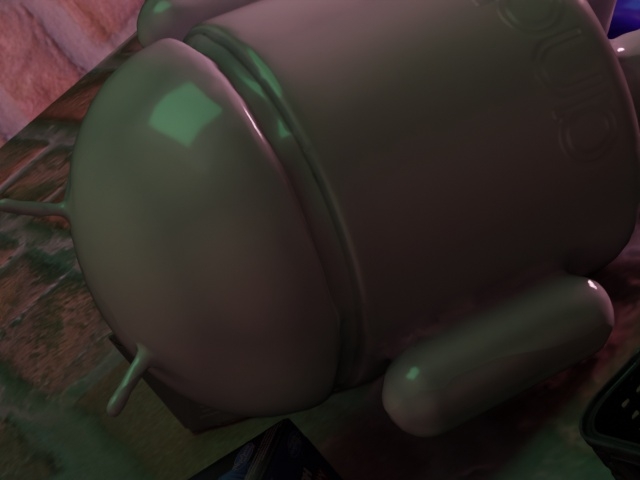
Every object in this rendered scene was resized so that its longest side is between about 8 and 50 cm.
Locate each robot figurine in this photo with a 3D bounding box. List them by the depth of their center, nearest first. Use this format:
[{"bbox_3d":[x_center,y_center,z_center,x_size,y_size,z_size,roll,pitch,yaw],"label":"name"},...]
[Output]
[{"bbox_3d":[0.021,-0.037,0.923,0.353,0.200,0.300,-25,57,-19],"label":"robot figurine"}]

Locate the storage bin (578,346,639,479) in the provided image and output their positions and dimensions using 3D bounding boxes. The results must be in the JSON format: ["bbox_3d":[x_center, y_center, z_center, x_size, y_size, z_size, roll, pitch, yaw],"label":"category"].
[{"bbox_3d":[0.198,0.045,0.644,0.180,0.084,0.122,-43,17,-15],"label":"storage bin"}]

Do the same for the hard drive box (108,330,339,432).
[{"bbox_3d":[0.000,0.000,1.152,0.181,0.089,0.232,-21,24,44],"label":"hard drive box"}]

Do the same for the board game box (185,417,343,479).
[{"bbox_3d":[-0.096,0.200,0.892,0.194,0.060,0.194,-29,20,32],"label":"board game box"}]

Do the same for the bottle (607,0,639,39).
[{"bbox_3d":[0.255,-0.187,1.096,0.283,0.092,0.118,-48,18,-27],"label":"bottle"}]
